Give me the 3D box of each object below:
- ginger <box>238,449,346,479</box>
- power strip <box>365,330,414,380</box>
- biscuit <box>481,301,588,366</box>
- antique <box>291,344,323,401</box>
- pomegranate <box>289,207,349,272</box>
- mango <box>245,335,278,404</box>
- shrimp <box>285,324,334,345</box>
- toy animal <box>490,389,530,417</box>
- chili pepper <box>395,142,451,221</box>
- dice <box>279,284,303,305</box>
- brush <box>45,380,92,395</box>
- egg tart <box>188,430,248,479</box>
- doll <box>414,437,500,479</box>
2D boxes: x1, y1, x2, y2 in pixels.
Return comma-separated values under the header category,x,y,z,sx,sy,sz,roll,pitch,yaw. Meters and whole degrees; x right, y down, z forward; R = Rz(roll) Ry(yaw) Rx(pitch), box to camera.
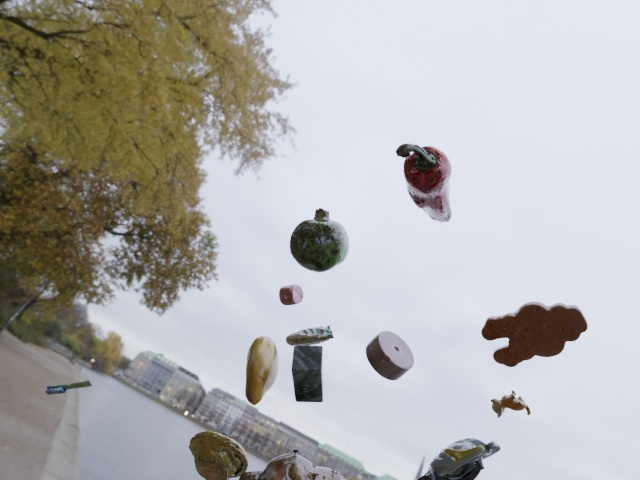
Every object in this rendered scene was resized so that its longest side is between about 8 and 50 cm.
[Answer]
category,x,y,z,sx,sy,sz,roll,pitch,yaw
ginger,-0.044,0.805,1.300,0.419,0.176,0.254,28,-51,-25
power strip,0.231,0.380,1.332,0.154,0.154,0.078,33,-63,-7
biscuit,0.744,0.319,1.404,0.334,0.047,0.201,-30,-91,29
antique,-0.035,0.405,1.201,0.088,0.086,0.182,0,-53,3
pomegranate,0.000,0.000,1.684,0.255,0.270,0.254,9,4,-1
mango,-0.189,0.415,1.313,0.109,0.262,0.157,7,-68,-9
shrimp,-0.043,0.370,1.551,0.186,0.068,0.287,-10,-15,-2
toy animal,0.489,0.436,1.043,0.081,0.083,0.060,44,17,20
chili pepper,0.263,-0.129,0.961,0.110,0.110,0.387,14,-15,26
dice,-0.148,0.275,2.027,0.094,0.091,0.093,-6,-87,32
brush,-0.914,0.534,1.452,0.179,0.030,0.033,-10,-61,9
egg tart,-0.378,0.797,1.457,0.241,0.106,0.240,7,-60,11
doll,0.386,0.670,1.180,0.146,0.103,0.316,38,-72,-21
